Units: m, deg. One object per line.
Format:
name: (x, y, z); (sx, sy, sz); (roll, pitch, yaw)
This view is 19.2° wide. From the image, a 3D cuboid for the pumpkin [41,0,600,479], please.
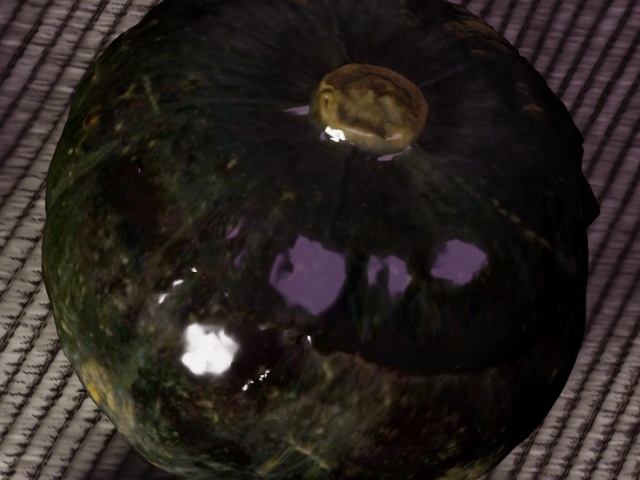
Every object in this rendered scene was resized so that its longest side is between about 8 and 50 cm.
pumpkin: (0.000, 0.000, 1.478); (0.454, 0.344, 0.454); (8, 54, -11)
